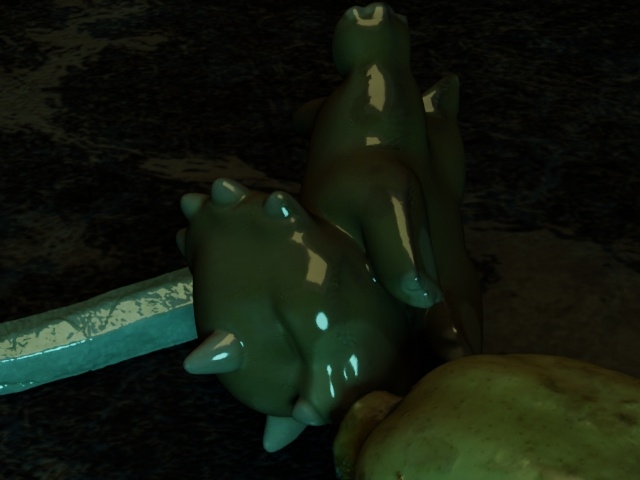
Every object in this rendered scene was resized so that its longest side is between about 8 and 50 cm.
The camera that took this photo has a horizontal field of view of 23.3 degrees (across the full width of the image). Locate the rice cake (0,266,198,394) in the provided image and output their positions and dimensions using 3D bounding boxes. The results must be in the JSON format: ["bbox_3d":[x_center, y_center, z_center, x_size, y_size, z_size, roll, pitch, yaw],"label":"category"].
[{"bbox_3d":[-0.103,0.046,1.024,0.245,0.042,0.045,-16,38,-17],"label":"rice cake"}]

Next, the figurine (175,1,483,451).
[{"bbox_3d":[-0.002,0.002,0.949,0.173,0.177,0.247,-15,67,21],"label":"figurine"}]

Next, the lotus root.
[{"bbox_3d":[0.127,0.139,0.777,0.284,0.146,0.160,18,23,33],"label":"lotus root"}]
